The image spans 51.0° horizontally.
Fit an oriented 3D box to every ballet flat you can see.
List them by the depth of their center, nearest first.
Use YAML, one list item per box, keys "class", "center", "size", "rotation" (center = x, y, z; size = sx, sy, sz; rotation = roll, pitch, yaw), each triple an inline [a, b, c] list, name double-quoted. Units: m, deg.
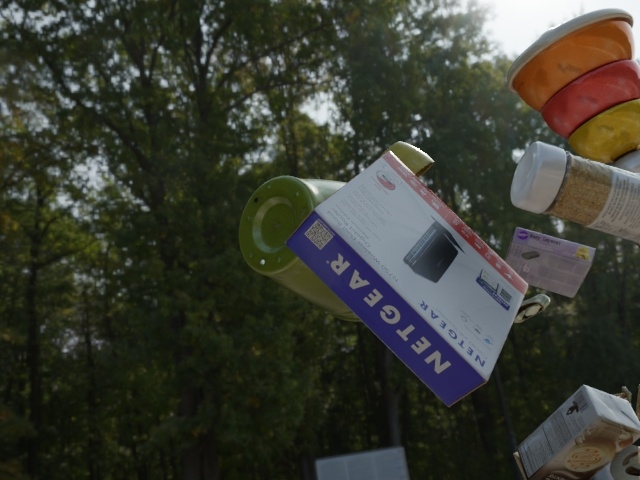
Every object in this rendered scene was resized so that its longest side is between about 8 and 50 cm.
- class: "ballet flat"
  center: [0.585, 0.203, 1.929]
  size: [0.052, 0.057, 0.168]
  rotation: [-47, 1, -43]

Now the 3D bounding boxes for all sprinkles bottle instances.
- class: "sprinkles bottle"
  center: [0.521, -0.065, 1.173]
  size: [0.356, 0.121, 0.121]
  rotation: [17, -24, -3]

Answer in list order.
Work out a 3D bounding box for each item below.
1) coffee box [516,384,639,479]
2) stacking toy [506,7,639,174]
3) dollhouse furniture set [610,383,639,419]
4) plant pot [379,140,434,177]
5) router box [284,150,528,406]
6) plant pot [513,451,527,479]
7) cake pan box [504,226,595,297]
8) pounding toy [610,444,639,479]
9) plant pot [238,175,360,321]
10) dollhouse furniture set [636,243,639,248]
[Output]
- class: "coffee box"
  center: [0.587, 0.458, 1.532]
  size: [0.141, 0.098, 0.246]
  rotation: [21, -59, -18]
- class: "stacking toy"
  center: [0.737, -0.321, 1.756]
  size: [0.351, 0.479, 0.350]
  rotation: [-21, -13, -5]
- class: "dollhouse furniture set"
  center: [0.889, 0.497, 1.877]
  size: [0.184, 0.129, 0.128]
  rotation: [-10, -63, -1]
- class: "plant pot"
  center: [0.203, -0.191, 1.680]
  size: [0.134, 0.095, 0.134]
  rotation: [-36, -6, -5]
- class: "router box"
  center: [0.151, 0.041, 1.047]
  size: [0.082, 0.335, 0.301]
  rotation: [-47, -3, 35]
- class: "plant pot"
  center: [0.591, 0.602, 1.768]
  size: [0.096, 0.109, 0.109]
  rotation: [-23, 0, -8]
- class: "cake pan box"
  center: [0.715, 0.076, 2.138]
  size: [0.246, 0.070, 0.266]
  rotation: [18, -25, 17]
- class: "pounding toy"
  center: [0.685, 0.496, 1.330]
  size: [0.270, 0.154, 0.154]
  rotation: [-37, 0, 31]
- class: "plant pot"
  center: [0.000, 0.000, 1.662]
  size: [0.367, 0.366, 0.353]
  rotation: [-23, -25, 32]
- class: "dollhouse furniture set"
  center: [0.987, -0.038, 1.879]
  size: [0.212, 0.161, 0.242]
  rotation: [-37, -43, 12]
